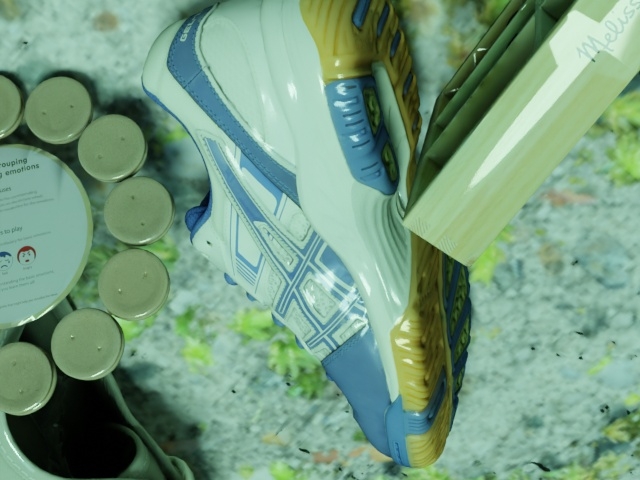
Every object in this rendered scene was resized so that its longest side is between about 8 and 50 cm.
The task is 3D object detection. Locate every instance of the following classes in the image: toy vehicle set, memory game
[{"bbox_3d":[0.133,-0.126,0.458,0.035,0.166,0.267,34,116,-6],"label":"toy vehicle set"},{"bbox_3d":[-0.165,-0.001,0.559,0.186,0.012,0.186,-2,77,7],"label":"memory game"}]

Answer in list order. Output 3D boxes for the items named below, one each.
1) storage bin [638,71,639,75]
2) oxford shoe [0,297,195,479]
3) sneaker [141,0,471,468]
[{"bbox_3d":[0.196,-0.114,0.511,0.098,0.091,0.135,13,120,-10],"label":"storage bin"},{"bbox_3d":[-0.125,0.199,0.668,0.130,0.169,0.449,-22,114,11],"label":"oxford shoe"},{"bbox_3d":[0.000,0.000,0.592,0.131,0.112,0.296,-3,121,23],"label":"sneaker"}]
